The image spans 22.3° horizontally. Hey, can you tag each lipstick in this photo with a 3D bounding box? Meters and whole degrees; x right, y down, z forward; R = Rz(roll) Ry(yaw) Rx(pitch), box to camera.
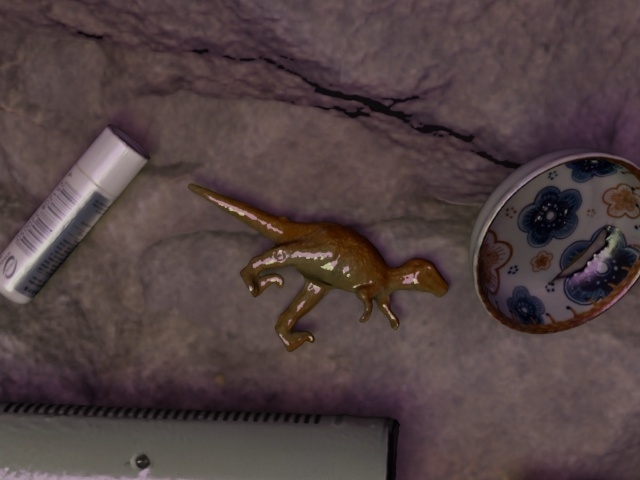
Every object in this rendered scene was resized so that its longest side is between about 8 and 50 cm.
[{"bbox_3d":[-0.180,-0.017,1.153,0.040,0.040,0.141,40,95,1],"label":"lipstick"}]

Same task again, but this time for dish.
[{"bbox_3d":[0.154,-0.014,1.116,0.141,0.078,0.141,-11,124,-17],"label":"dish"}]

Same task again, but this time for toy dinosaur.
[{"bbox_3d":[0.000,0.000,1.145,0.126,0.039,0.162,-29,86,-4],"label":"toy dinosaur"}]

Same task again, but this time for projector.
[{"bbox_3d":[-0.115,0.166,1.125,0.337,0.108,0.108,2,93,5],"label":"projector"}]
